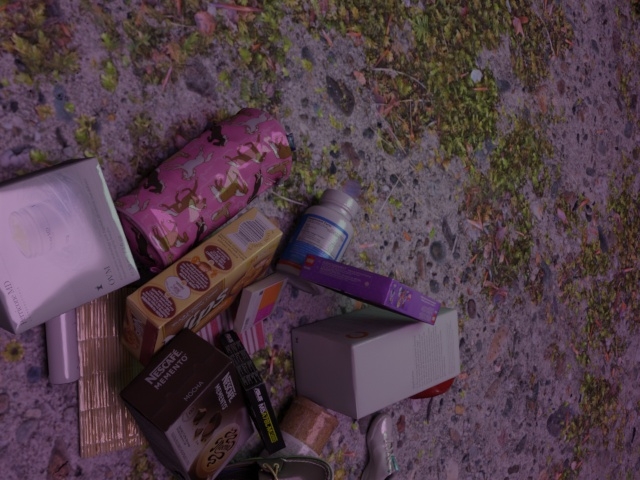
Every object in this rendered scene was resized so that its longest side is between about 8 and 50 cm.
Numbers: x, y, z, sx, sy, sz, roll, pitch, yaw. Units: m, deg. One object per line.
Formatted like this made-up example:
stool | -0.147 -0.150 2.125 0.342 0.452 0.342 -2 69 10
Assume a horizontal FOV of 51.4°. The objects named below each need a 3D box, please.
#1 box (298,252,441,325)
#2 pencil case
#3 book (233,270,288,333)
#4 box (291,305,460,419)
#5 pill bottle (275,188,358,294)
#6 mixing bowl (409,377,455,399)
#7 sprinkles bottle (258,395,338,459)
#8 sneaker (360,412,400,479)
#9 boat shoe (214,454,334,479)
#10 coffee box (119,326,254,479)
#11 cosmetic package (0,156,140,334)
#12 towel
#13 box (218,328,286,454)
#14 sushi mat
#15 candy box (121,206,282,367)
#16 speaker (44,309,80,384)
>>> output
box | 0.113 0.107 1.408 0.293 0.200 0.057 28 80 -59
pencil case | -0.220 -0.100 1.286 0.386 0.167 0.160 -42 151 -30
book | -0.125 0.129 1.382 0.144 0.035 0.096 -25 135 -64
box | 0.135 0.263 1.561 0.345 0.215 0.169 -11 100 -38
pill bottle | 0.000 0.000 1.493 0.124 0.124 0.222 41 67 -34
mixing bowl | 0.298 0.344 1.780 0.181 0.098 0.182 -2 93 -40
sprinkles bottle | -0.096 0.519 1.446 0.121 0.121 0.355 47 64 -31
sneaker | 0.166 0.549 1.684 0.080 0.094 0.212 13 84 -38
boat shoe | -0.122 0.493 1.340 0.304 0.091 0.109 -8 64 -3
coffee box | -0.236 0.323 1.234 0.168 0.118 0.297 -45 151 -29
cosmetic package | -0.458 0.001 1.104 0.224 0.138 0.224 -27 109 -34
towel | -0.205 0.190 1.398 0.197 0.029 0.144 -18 107 -37
box | -0.138 0.301 1.333 0.045 0.191 0.184 -21 121 -15
sushi mat | -0.384 0.242 1.256 0.151 0.019 0.317 -4 95 -39
candy box | -0.222 0.088 1.257 0.087 0.183 0.316 42 53 12
speaker | -0.454 0.179 1.170 0.055 0.055 0.136 -7 97 -39
